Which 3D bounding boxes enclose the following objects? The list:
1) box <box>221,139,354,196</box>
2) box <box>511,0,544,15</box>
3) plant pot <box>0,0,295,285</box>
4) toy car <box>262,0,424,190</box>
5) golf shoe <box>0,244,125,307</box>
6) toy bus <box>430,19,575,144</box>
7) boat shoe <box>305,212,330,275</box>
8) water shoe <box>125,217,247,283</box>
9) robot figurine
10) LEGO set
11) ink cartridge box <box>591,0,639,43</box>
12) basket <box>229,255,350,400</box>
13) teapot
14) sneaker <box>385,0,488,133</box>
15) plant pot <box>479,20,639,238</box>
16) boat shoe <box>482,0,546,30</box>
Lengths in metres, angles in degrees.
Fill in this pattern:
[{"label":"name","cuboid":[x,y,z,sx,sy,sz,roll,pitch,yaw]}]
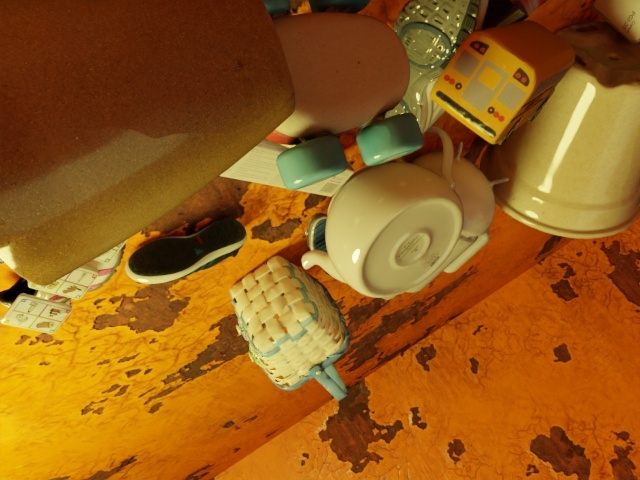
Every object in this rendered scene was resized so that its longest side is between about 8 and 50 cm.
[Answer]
[{"label":"box","cuboid":[-0.069,-0.122,0.872,0.067,0.063,0.324,-48,153,24]},{"label":"box","cuboid":[0.216,-0.383,0.671,0.128,0.122,0.257,-44,154,18]},{"label":"plant pot","cuboid":[-0.160,-0.118,0.514,0.255,0.237,0.237,-22,154,-10]},{"label":"toy car","cuboid":[-0.031,-0.170,0.734,0.210,0.219,0.238,-21,-179,-28]},{"label":"golf shoe","cuboid":[-0.349,0.044,0.821,0.186,0.067,0.086,-38,155,8]},{"label":"toy bus","cuboid":[0.269,-0.231,0.854,0.333,0.108,0.130,-34,160,-53]},{"label":"boat shoe","cuboid":[0.000,0.000,1.179,0.066,0.066,0.183,-29,146,-12]},{"label":"water shoe","cuboid":[-0.210,0.032,0.969,0.203,0.072,0.080,-20,155,-27]},{"label":"robot figurine","cuboid":[0.202,-0.036,1.208,0.300,0.199,0.353,26,122,-29]},{"label":"LEGO set","cuboid":[-0.386,0.014,0.724,0.182,0.060,0.244,-49,142,11]},{"label":"ink cartridge box","cuboid":[0.639,-0.486,1.023,0.283,0.117,0.207,-26,155,-19]},{"label":"basket","cuboid":[-0.051,0.182,1.248,0.201,0.254,0.289,-38,137,5]},{"label":"teapot","cuboid":[0.107,-0.044,1.029,0.256,0.187,0.252,-20,137,-20]},{"label":"sneaker","cuboid":[0.171,-0.268,0.885,0.129,0.111,0.297,-36,166,-26]},{"label":"plant pot","cuboid":[0.504,-0.227,1.150,0.334,0.334,0.305,-24,143,-22]},{"label":"boat shoe","cuboid":[0.292,-0.357,0.913,0.152,0.056,0.049,-30,167,-2]}]
